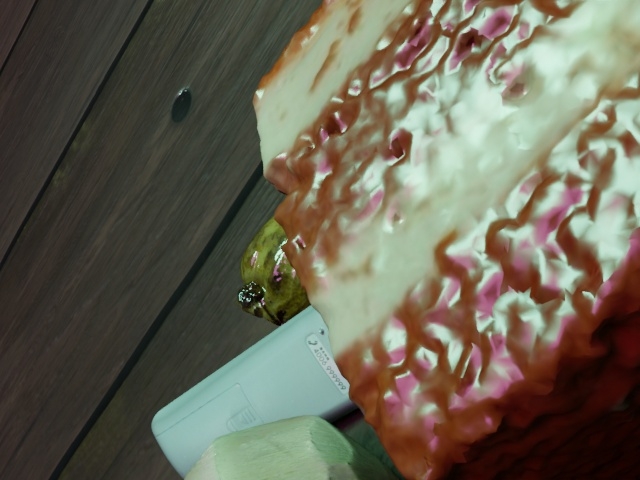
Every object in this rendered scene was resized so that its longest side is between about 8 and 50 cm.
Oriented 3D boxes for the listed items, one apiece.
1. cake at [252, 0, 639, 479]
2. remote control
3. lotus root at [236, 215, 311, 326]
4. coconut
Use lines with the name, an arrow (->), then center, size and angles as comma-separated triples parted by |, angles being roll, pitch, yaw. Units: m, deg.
cake -> 0.145, -0.043, 0.473 | 0.270, 0.269, 0.320 | -47, 47, 26
remote control -> -0.057, 0.159, 0.757 | 0.293, 0.051, 0.103 | -37, 88, 30
lotus root -> 0.000, 0.000, 0.760 | 0.108, 0.094, 0.191 | 42, 100, 17
coconut -> -0.018, 0.231, 0.643 | 0.171, 0.182, 0.171 | 173, 90, -78
